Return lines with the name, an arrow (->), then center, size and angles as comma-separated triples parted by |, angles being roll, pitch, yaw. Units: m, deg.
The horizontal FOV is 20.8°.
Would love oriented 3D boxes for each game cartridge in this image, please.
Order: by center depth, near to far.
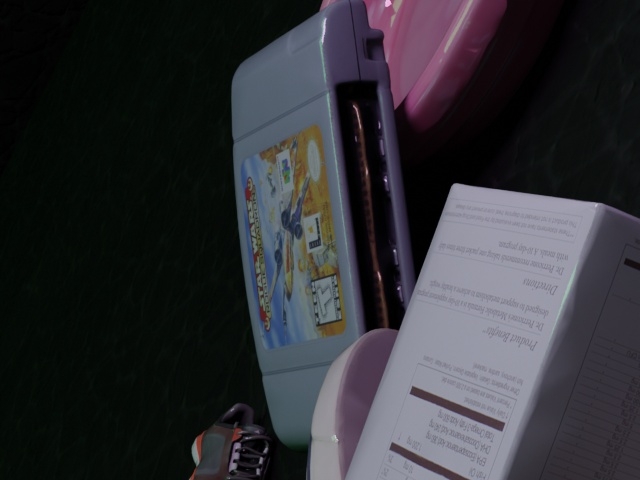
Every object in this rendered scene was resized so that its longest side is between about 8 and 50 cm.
game cartridge -> 0.000, 0.000, 1.215 | 0.198, 0.062, 0.297 | -18, 78, 62

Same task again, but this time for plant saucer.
plant saucer -> 0.094, -0.190, 1.284 | 0.332, 0.084, 0.332 | -54, 23, 36

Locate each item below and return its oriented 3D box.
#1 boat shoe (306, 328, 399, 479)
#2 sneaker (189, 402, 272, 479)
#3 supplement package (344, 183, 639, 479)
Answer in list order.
boat shoe -> 0.013, 0.219, 0.998 | 0.158, 0.127, 0.340 | -43, 31, 37
sneaker -> -0.068, 0.177, 1.381 | 0.065, 0.061, 0.158 | -57, 22, 15
supplement package -> 0.092, 0.116, 0.696 | 0.244, 0.139, 0.134 | -69, 20, -3
